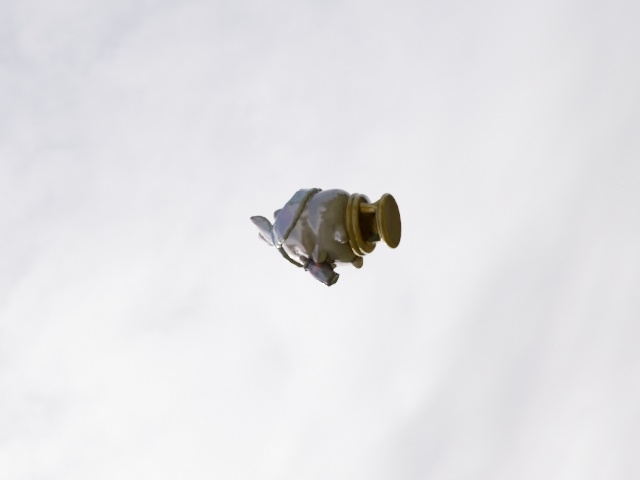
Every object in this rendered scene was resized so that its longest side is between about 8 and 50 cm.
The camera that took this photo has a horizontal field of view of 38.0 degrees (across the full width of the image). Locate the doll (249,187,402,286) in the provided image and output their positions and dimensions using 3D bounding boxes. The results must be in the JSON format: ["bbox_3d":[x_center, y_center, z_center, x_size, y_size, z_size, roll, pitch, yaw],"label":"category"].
[{"bbox_3d":[0.000,0.000,0.765,0.073,0.127,0.084,43,-135,-57],"label":"doll"}]
